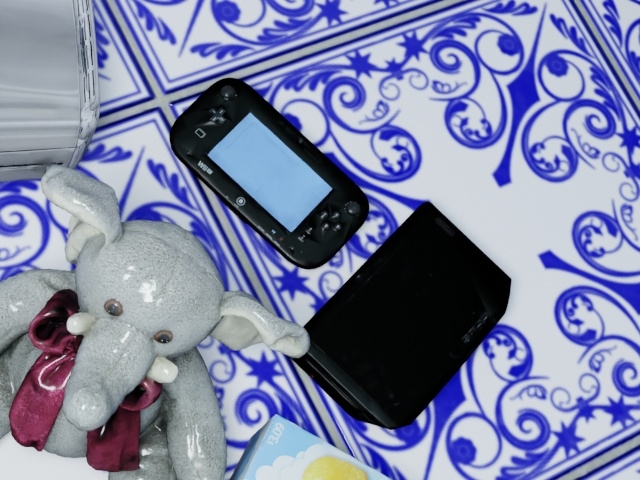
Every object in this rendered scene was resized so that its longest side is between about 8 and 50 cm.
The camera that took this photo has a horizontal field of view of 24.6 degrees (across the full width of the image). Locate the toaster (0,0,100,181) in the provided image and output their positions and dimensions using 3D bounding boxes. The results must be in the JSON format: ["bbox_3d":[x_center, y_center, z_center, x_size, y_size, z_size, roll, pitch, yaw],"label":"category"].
[{"bbox_3d":[-0.284,-0.155,1.328,0.146,0.129,0.227,2,66,-22],"label":"toaster"}]

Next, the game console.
[{"bbox_3d":[0.000,0.000,1.405,0.361,0.044,0.213,43,62,3],"label":"game console"}]

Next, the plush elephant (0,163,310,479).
[{"bbox_3d":[-0.166,0.090,1.190,0.271,0.255,0.330,28,62,-6],"label":"plush elephant"}]

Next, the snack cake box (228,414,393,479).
[{"bbox_3d":[-0.041,0.301,1.239,0.152,0.089,0.264,30,62,-6],"label":"snack cake box"}]
